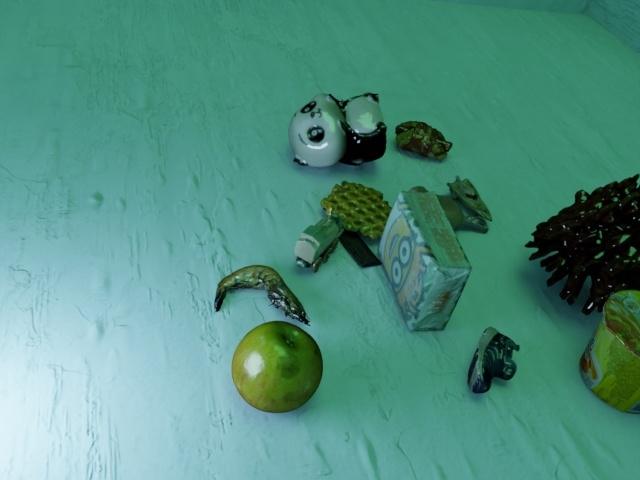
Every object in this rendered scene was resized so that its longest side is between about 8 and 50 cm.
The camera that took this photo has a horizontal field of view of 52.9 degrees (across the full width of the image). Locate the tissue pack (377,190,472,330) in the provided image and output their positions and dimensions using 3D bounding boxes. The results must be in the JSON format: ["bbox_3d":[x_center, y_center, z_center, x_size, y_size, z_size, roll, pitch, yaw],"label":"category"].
[{"bbox_3d":[0.262,0.049,1.676,0.127,0.228,0.311,1,42,-16],"label":"tissue pack"}]

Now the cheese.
[{"bbox_3d":[0.393,-0.079,1.982,0.286,0.082,0.163,15,37,-22],"label":"cheese"}]

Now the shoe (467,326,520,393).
[{"bbox_3d":[0.415,0.291,1.533,0.106,0.092,0.207,23,36,20],"label":"shoe"}]

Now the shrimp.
[{"bbox_3d":[-0.153,0.157,1.580,0.198,0.051,0.262,-24,49,-28],"label":"shrimp"}]

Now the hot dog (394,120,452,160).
[{"bbox_3d":[0.367,-0.364,2.298,0.213,0.103,0.146,15,38,0],"label":"hot dog"}]

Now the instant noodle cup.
[{"bbox_3d":[0.772,0.279,1.561,0.264,0.200,0.264,8,40,-7],"label":"instant noodle cup"}]

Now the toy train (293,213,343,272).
[{"bbox_3d":[0.000,0.000,1.743,0.080,0.125,0.194,30,42,14],"label":"toy train"}]

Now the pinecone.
[{"bbox_3d":[0.774,0.027,1.749,0.397,0.398,0.398,8,39,-6],"label":"pinecone"}]

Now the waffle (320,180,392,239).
[{"bbox_3d":[0.138,-0.091,1.942,0.291,0.051,0.291,10,36,-7],"label":"waffle"}]

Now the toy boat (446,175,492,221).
[{"bbox_3d":[0.490,-0.127,2.078,0.084,0.066,0.210,-12,46,-25],"label":"toy boat"}]

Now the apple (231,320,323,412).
[{"bbox_3d":[-0.090,0.263,1.363,0.195,0.196,0.196,8,39,-6],"label":"apple"}]

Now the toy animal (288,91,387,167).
[{"bbox_3d":[0.049,-0.349,2.108,0.309,0.251,0.251,-6,42,-6],"label":"toy animal"}]

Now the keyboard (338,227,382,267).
[{"bbox_3d":[0.099,0.008,1.846,0.074,0.015,0.196,-11,45,-28],"label":"keyboard"}]
